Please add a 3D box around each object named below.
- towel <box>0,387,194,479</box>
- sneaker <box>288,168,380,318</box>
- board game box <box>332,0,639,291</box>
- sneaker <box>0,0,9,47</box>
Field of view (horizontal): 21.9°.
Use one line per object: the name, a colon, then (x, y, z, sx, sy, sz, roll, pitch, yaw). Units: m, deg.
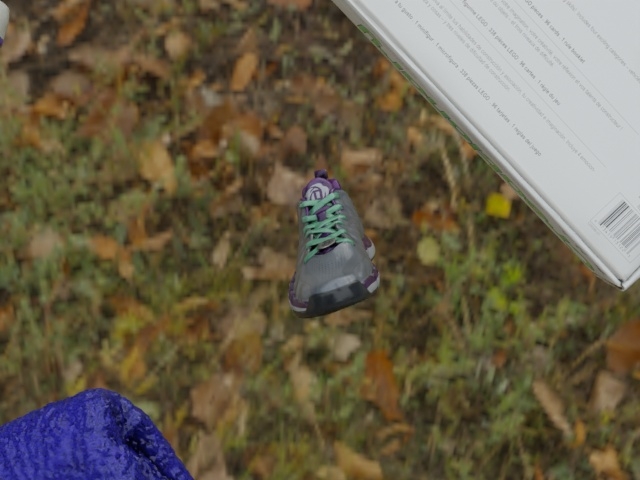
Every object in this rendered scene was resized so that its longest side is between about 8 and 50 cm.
towel: (-0.196, 0.239, 1.045, 0.308, 0.227, 0.076, -27, 18, 22)
sneaker: (0.000, 0.000, 1.472, 0.083, 0.098, 0.223, -19, 12, 4)
board game box: (0.080, -0.155, 0.643, 0.193, 0.053, 0.305, -44, 98, 1)
sneaker: (-0.377, -0.097, 1.480, 0.130, 0.323, 0.236, 22, 79, -17)
